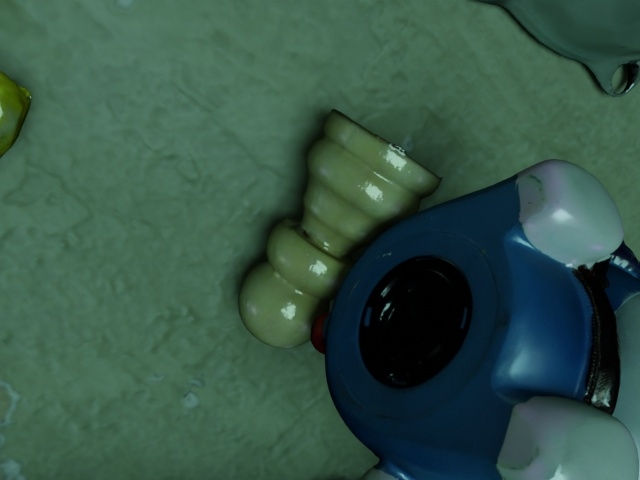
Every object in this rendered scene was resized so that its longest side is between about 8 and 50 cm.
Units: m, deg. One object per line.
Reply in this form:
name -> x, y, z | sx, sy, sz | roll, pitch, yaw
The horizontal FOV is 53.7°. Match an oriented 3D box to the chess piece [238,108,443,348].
chess piece -> 0.000, 0.000, 0.449 | 0.094, 0.094, 0.170 | 31, 100, -26

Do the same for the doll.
doll -> 0.150, 0.108, 0.444 | 0.310, 0.240, 0.284 | 32, 71, -38

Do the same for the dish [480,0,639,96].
dish -> 0.253, -0.259, 0.440 | 0.303, 0.120, 0.303 | -6, 108, -19

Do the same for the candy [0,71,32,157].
candy -> -0.313, -0.094, 0.301 | 0.297, 0.081, 0.187 | 39, 89, -26
